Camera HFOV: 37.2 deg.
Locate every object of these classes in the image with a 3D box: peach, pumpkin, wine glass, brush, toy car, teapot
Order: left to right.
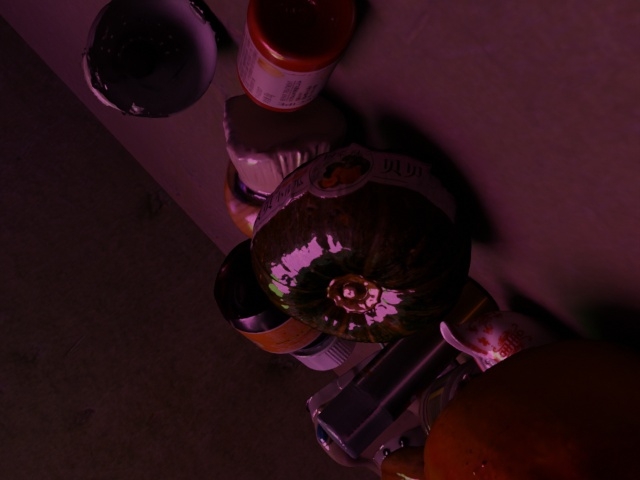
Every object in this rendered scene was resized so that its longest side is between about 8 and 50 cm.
[{"bbox_3d":[-0.268,-0.279,1.450,0.190,0.190,0.357,50,174,-17],"label":"wine glass"},{"bbox_3d":[-0.054,-0.128,1.272,0.266,0.174,0.166,-107,7,-51],"label":"brush"},{"bbox_3d":[0.054,-0.001,1.128,0.260,0.189,0.260,8,135,8],"label":"pumpkin"},{"bbox_3d":[0.163,0.396,1.905,0.336,0.242,0.226,39,-158,-42],"label":"toy car"},{"bbox_3d":[0.266,0.166,1.206,0.245,0.116,0.159,48,157,2],"label":"teapot"},{"bbox_3d":[0.281,0.254,0.962,0.372,0.290,0.372,44,172,8],"label":"peach"}]

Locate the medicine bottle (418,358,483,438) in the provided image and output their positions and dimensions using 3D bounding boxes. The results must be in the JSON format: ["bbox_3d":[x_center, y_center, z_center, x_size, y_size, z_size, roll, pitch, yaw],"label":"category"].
[{"bbox_3d":[0.254,0.275,1.542,0.151,0.151,0.322,45,170,8],"label":"medicine bottle"}]

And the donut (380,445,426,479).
[{"bbox_3d":[0.244,0.409,1.457,0.317,0.150,0.299,8,168,17],"label":"donut"}]

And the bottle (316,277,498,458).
[{"bbox_3d":[0.119,0.172,1.305,0.082,0.286,0.082,45,170,10],"label":"bottle"}]

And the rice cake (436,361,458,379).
[{"bbox_3d":[0.216,0.232,1.812,0.298,0.050,0.106,49,170,-15],"label":"rice cake"}]

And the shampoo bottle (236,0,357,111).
[{"bbox_3d":[-0.035,-0.200,1.017,0.104,0.104,0.278,47,170,-2],"label":"shampoo bottle"}]

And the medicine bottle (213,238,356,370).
[{"bbox_3d":[-0.055,0.165,2.196,0.242,0.242,0.395,37,174,42],"label":"medicine bottle"}]

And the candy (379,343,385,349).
[{"bbox_3d":[0.163,0.279,2.242,0.194,0.062,0.058,60,-150,-23],"label":"candy"}]
